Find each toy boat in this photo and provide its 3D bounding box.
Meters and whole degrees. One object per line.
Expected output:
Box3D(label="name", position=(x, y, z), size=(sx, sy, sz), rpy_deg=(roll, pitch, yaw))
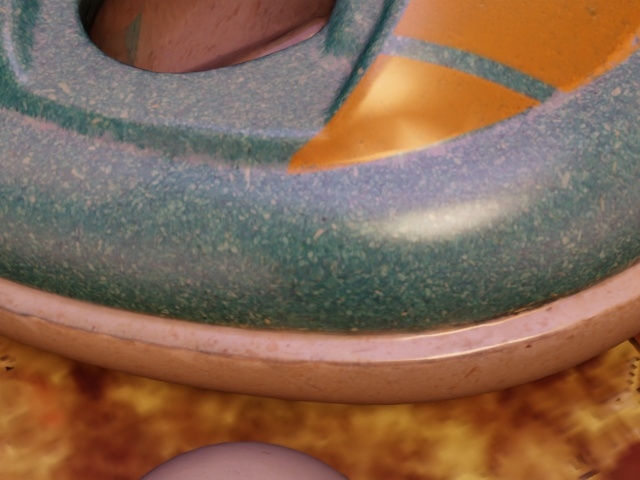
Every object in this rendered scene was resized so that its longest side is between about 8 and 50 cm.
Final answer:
Box3D(label="toy boat", position=(0.000, 0.000, 0.465), size=(0.267, 0.148, 0.318), rpy_deg=(-1, 52, 7))
